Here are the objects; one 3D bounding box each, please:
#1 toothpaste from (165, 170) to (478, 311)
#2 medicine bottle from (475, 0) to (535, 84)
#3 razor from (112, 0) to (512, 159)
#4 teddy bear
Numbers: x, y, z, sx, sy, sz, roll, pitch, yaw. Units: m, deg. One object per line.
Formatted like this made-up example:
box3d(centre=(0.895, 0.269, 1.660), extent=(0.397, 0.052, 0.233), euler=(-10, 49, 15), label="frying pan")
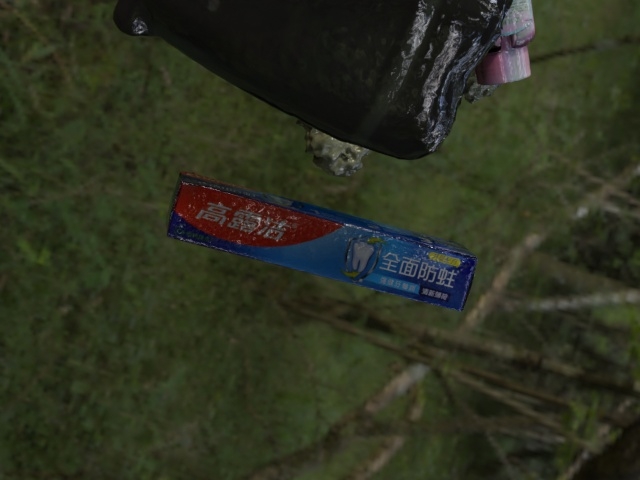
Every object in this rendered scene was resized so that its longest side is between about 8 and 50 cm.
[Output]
box3d(centre=(0.000, 0.000, 1.405), extent=(0.076, 0.321, 0.066), euler=(-122, -133, -78), label="toothpaste")
box3d(centre=(0.253, -0.324, 1.944), extent=(0.119, 0.094, 0.188), euler=(-114, -166, -76), label="medicine bottle")
box3d(centre=(-0.015, -0.215, 1.185), extent=(0.204, 0.349, 0.113), euler=(-67, 173, 20), label="razor")
box3d(centre=(0.108, -0.277, 2.309), extent=(0.224, 0.357, 0.367), euler=(59, 2, -5), label="teddy bear")
